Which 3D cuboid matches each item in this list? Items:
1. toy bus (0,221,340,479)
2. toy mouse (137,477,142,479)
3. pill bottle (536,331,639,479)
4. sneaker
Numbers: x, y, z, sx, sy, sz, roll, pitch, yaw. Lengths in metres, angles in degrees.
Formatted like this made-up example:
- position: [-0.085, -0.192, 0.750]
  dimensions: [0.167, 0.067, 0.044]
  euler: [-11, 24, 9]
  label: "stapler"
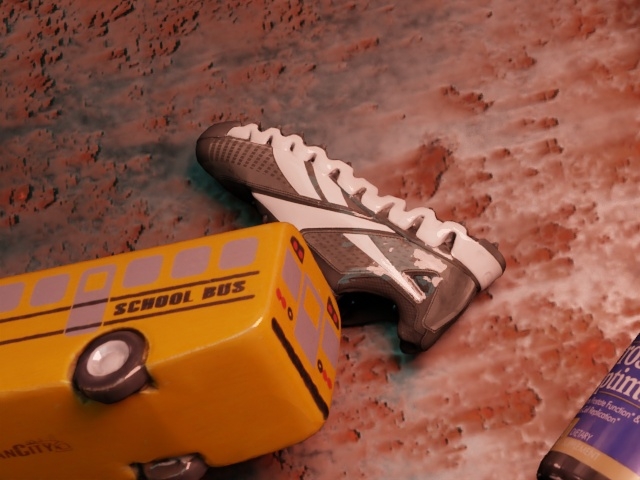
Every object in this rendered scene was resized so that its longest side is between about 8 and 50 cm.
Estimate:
- position: [-0.162, 0.088, 1.146]
  dimensions: [0.333, 0.108, 0.130]
  euler: [-11, 43, 20]
  label: "toy bus"
- position: [-0.174, 0.172, 1.191]
  dimensions: [0.161, 0.031, 0.143]
  euler: [-31, 67, -2]
  label: "toy mouse"
- position: [0.243, 0.096, 1.094]
  dimensions: [0.123, 0.123, 0.219]
  euler: [35, 78, 21]
  label: "pill bottle"
- position: [0.000, 0.000, 1.200]
  dimensions: [0.234, 0.078, 0.106]
  euler: [28, 74, 17]
  label: "sneaker"
